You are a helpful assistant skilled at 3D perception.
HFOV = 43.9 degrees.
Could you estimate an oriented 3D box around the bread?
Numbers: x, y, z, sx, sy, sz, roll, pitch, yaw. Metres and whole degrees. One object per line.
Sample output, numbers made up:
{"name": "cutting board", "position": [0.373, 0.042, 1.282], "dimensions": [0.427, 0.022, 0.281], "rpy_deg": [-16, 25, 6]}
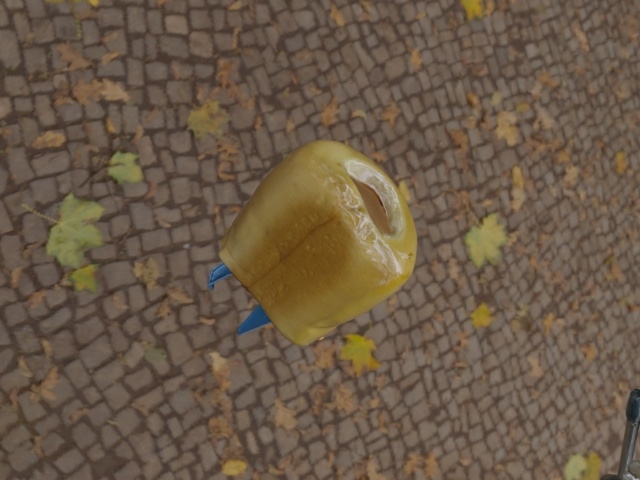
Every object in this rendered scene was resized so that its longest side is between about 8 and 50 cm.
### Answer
{"name": "bread", "position": [0.001, 0.000, 0.638], "dimensions": [0.134, 0.173, 0.085], "rpy_deg": [53, 48, -1]}

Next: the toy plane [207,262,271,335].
{"name": "toy plane", "position": [-0.038, 0.008, 1.119], "dimensions": [0.105, 0.254, 0.271], "rpy_deg": [51, 41, -56]}

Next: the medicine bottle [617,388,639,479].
{"name": "medicine bottle", "position": [0.364, 0.201, 0.834], "dimensions": [0.061, 0.092, 0.221], "rpy_deg": [-70, 160, -57]}

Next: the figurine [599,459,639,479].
{"name": "figurine", "position": [0.394, 0.229, 0.658], "dimensions": [0.166, 0.387, 0.207], "rpy_deg": [25, 57, -23]}
